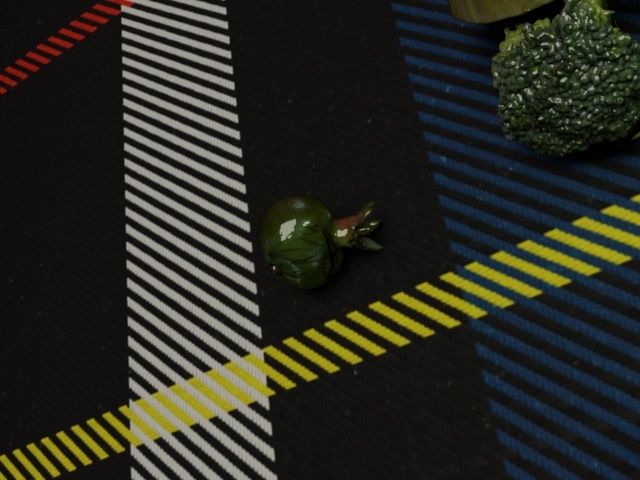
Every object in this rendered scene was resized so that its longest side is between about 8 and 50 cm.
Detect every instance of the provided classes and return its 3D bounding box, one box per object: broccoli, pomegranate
[{"bbox_3d":[0.361,-0.235,1.150,0.246,0.263,0.243,18,54,8],"label":"broccoli"},{"bbox_3d":[0.000,0.000,1.321,0.191,0.152,0.131,-7,57,11],"label":"pomegranate"}]

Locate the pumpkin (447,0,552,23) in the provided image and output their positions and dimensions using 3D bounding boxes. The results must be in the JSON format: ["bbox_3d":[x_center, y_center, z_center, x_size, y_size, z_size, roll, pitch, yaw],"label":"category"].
[{"bbox_3d":[0.297,-0.472,1.189,0.332,0.199,0.332,-27,27,15],"label":"pumpkin"}]
